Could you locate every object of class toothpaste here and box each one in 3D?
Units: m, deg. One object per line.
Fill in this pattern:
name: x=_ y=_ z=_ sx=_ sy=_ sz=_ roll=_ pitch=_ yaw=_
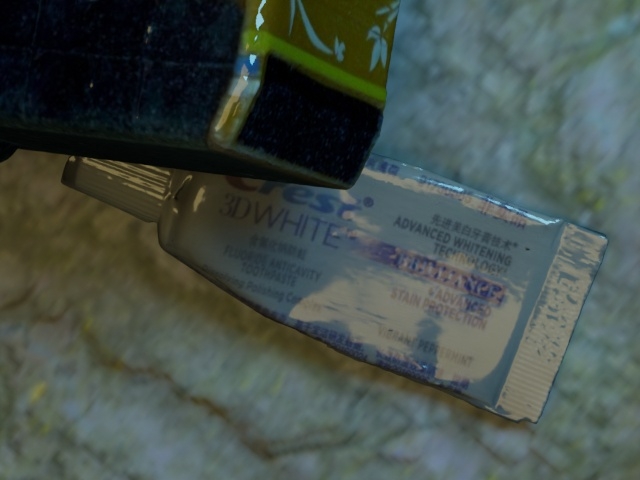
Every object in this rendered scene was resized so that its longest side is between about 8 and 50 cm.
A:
toothpaste: x=0.000 y=0.001 z=0.866 sx=0.282 sy=0.068 sz=0.099 roll=21 pitch=132 yaw=3

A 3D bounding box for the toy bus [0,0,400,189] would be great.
toy bus: x=-0.129 y=-0.132 z=0.781 sx=0.323 sy=0.162 sz=0.194 roll=8 pitch=88 yaw=24
